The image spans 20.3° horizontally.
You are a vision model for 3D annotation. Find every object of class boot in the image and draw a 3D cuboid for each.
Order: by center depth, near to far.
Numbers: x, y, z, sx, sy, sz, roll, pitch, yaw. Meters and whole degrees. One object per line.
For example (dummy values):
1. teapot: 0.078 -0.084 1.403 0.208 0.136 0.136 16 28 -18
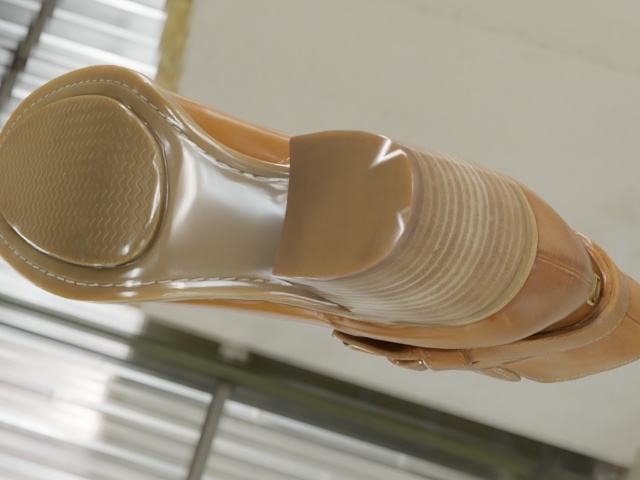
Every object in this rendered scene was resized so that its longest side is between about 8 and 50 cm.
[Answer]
1. boot: 0.000 0.000 0.824 0.220 0.283 0.109 23 -107 -50
